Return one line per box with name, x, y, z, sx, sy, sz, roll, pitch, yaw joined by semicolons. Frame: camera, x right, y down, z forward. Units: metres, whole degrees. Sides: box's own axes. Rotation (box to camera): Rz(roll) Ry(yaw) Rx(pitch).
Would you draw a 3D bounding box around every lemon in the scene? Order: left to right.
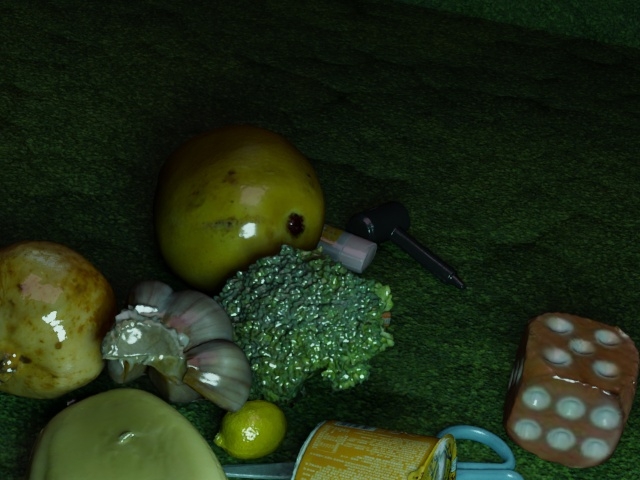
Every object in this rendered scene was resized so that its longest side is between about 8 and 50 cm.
lemon;-0.099;0.269;1.668;0.110;0.082;0.082;-8;36;-28

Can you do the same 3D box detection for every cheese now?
cheese;-0.257;0.304;1.520;0.259;0.128;0.316;-5;31;-19

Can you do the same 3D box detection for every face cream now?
face cream;0.000;0.000;2.152;0.198;0.057;0.084;19;33;14

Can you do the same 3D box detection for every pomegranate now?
pomegranate;-0.413;0.117;1.691;0.248;0.248;0.248;8;31;-5

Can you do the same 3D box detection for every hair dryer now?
hair dryer;0.164;0.024;2.174;0.114;0.071;0.248;-20;51;-41

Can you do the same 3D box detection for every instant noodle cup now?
instant noodle cup;0.065;0.331;1.510;0.172;0.216;0.216;13;30;21

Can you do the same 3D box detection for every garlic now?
garlic;-0.191;0.145;1.648;0.214;0.160;0.191;11;-13;5

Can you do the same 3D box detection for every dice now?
dice;0.379;0.229;1.793;0.174;0.174;0.179;14;36;4

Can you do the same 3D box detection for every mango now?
mango;-0.153;-0.066;2.040;0.300;0.232;0.446;-29;29;-6

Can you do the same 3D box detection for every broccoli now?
broccoli;-0.028;0.126;1.771;0.288;0.235;0.259;28;34;34

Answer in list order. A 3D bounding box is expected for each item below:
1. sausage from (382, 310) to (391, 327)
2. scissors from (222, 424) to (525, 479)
sausage;0.065;0.131;1.985;0.107;0.031;0.031;2;32;-15
scissors;0.073;0.328;1.670;0.447;0.029;0.193;3;32;-12
